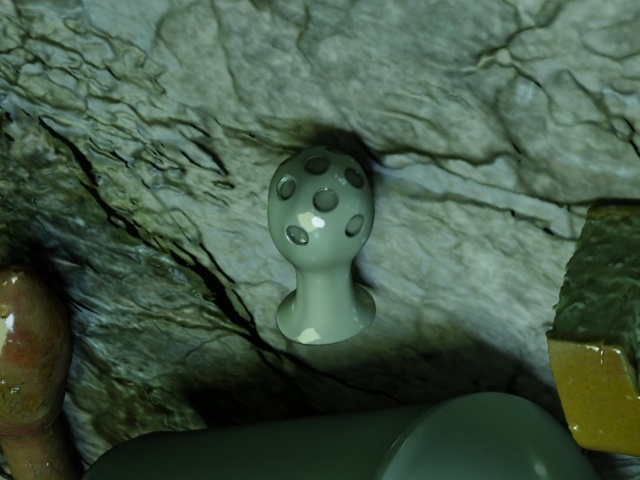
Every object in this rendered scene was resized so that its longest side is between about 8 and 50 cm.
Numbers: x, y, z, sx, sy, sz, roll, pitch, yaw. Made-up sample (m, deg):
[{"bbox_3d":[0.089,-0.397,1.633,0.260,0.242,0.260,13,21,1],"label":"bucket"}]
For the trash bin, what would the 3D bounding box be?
[{"bbox_3d":[0.017,0.258,1.210,0.432,0.280,0.280,-9,126,45],"label":"trash bin"}]

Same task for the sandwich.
[{"bbox_3d":[0.256,0.066,0.946,0.236,0.122,0.128,4,131,29],"label":"sandwich"}]

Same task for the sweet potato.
[{"bbox_3d":[-0.263,0.134,1.416,0.109,0.109,0.385,24,147,12],"label":"sweet potato"}]

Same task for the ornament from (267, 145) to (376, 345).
[{"bbox_3d":[0.000,0.000,1.101,0.075,0.081,0.156,-8,139,-2],"label":"ornament"}]
